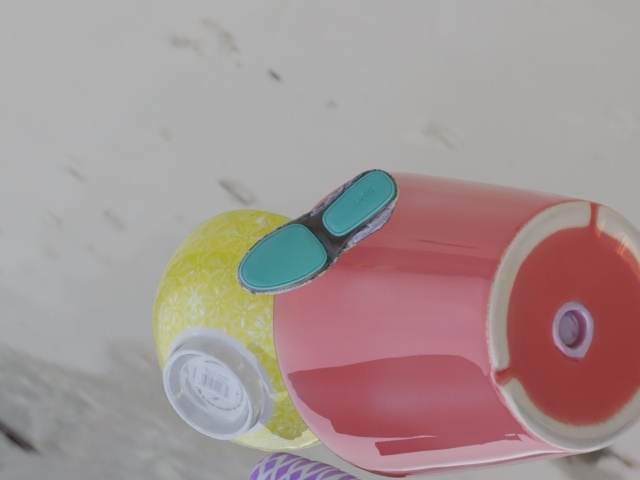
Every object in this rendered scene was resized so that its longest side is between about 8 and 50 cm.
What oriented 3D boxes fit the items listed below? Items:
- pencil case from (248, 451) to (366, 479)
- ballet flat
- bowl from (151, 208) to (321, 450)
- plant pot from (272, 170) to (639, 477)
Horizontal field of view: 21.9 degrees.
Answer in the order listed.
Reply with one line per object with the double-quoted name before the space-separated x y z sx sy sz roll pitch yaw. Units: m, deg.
"pencil case" 0.006 0.279 1.717 0.088 0.086 0.206 42 165 -32
"ballet flat" 0.000 0.000 1.007 0.041 0.114 0.041 54 172 11
"bowl" -0.083 0.126 1.802 0.289 0.156 0.290 17 127 25
"plant pot" 0.135 0.070 1.356 0.275 0.275 0.243 46 155 -23
